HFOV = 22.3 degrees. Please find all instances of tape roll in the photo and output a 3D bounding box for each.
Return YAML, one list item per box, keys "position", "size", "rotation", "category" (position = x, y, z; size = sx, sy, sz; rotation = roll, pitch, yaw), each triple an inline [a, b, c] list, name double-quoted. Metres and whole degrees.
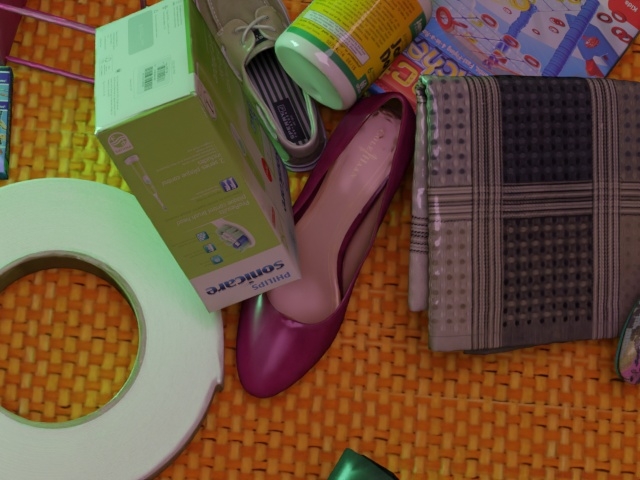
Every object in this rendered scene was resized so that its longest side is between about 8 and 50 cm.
- position: [-0.304, 0.120, 1.881]
  size: [0.392, 0.072, 0.392]
  rotation: [1, 76, -3]
  category: "tape roll"

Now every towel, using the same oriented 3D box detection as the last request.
- position: [0.246, -0.030, 1.898]
  size: [0.312, 0.056, 0.324]
  rotation: [-2, 93, -26]
  category: "towel"

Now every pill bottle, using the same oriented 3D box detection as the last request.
- position: [0.055, -0.261, 1.886]
  size: [0.117, 0.117, 0.208]
  rotation: [41, 77, 6]
  category: "pill bottle"

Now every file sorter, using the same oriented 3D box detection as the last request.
- position: [-0.275, -0.350, 1.929]
  size: [0.182, 0.202, 0.290]
  rotation: [15, 76, -2]
  category: "file sorter"

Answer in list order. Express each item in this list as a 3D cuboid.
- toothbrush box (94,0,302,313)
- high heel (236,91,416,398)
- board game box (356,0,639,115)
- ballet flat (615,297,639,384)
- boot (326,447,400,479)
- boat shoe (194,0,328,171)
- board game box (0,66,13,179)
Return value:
- position: [-0.135, -0.096, 1.797]
  size: [0.122, 0.283, 0.206]
  rotation: [-20, 38, 9]
  category: "toothbrush box"
- position: [0.000, 0.000, 1.874]
  size: [0.127, 0.181, 0.377]
  rotation: [22, 76, 1]
  category: "high heel"
- position: [0.199, -0.248, 1.998]
  size: [0.308, 0.086, 0.302]
  rotation: [36, 76, 5]
  category: "board game box"
- position: [0.419, 0.075, 1.918]
  size: [0.077, 0.079, 0.221]
  rotation: [54, 54, -35]
  category: "ballet flat"
- position: [-0.081, 0.408, 1.752]
  size: [0.367, 0.146, 0.445]
  rotation: [39, 89, 0]
  category: "boot"
- position: [-0.067, -0.228, 1.969]
  size: [0.109, 0.094, 0.302]
  rotation: [-26, 80, -10]
  category: "boat shoe"
- position: [-0.474, -0.144, 1.949]
  size: [0.201, 0.035, 0.136]
  rotation: [2, 77, -4]
  category: "board game box"
